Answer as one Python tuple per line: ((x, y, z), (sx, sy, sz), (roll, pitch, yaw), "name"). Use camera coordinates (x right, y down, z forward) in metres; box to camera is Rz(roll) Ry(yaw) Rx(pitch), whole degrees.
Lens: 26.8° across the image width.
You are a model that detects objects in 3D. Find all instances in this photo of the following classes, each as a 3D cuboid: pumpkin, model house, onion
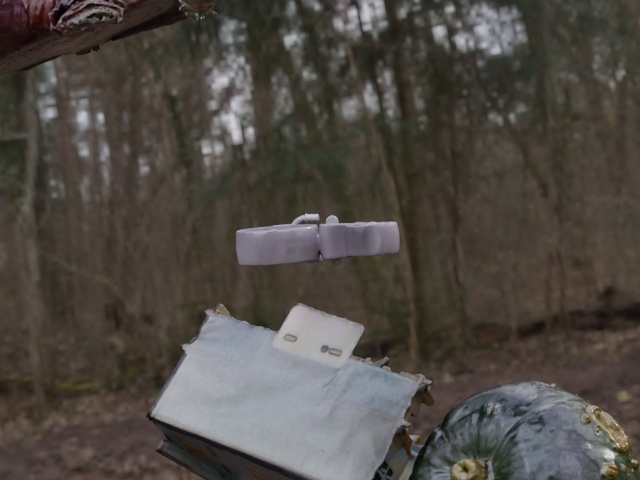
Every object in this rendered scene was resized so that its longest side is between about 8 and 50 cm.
((0.152, 0.195, 0.994), (0.190, 0.190, 0.146), (-15, -26, 23), "pumpkin")
((0.000, 0.184, 1.248), (0.271, 0.178, 0.206), (13, -29, 30), "model house")
((-0.245, -0.271, 1.331), (0.267, 0.159, 0.349), (-21, 7, -12), "onion")

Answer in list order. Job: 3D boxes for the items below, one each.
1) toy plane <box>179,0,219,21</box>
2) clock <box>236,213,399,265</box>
((-0.076, -0.267, 1.250), (0.108, 0.092, 0.286), (-60, -2, 30), "toy plane")
((0.000, 0.000, 1.055), (0.129, 0.041, 0.087), (-4, 3, 13), "clock")
